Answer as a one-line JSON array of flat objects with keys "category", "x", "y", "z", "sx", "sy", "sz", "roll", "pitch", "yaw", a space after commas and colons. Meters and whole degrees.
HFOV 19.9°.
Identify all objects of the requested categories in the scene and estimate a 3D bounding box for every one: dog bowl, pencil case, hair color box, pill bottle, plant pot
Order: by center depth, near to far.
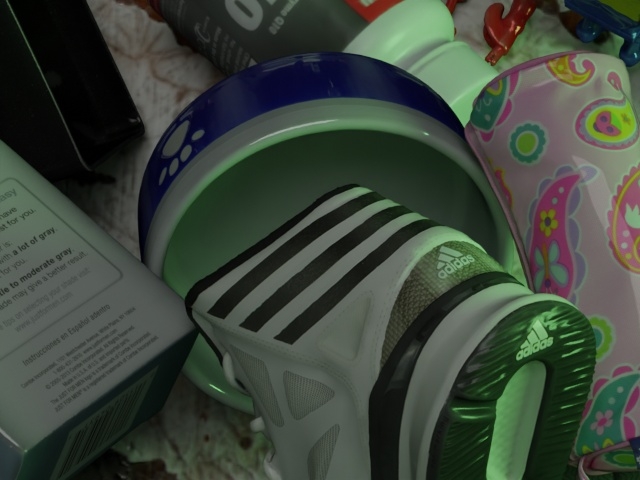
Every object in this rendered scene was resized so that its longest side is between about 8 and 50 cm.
[{"category": "pencil case", "x": 0.183, "y": 0.019, "z": 1.204, "sx": 0.124, "sy": 0.124, "sz": 0.284, "roll": -13, "pitch": 73, "yaw": -4}, {"category": "hair color box", "x": -0.286, "y": 0.010, "z": 1.249, "sx": 0.374, "sy": 0.114, "sz": 0.185, "roll": 40, "pitch": 44, "yaw": 13}, {"category": "dog bowl", "x": 0.000, "y": 0.000, "z": 1.325, "sx": 0.264, "sy": 0.265, "sz": 0.104, "roll": -13, "pitch": 35, "yaw": -4}, {"category": "plant pot", "x": -0.267, "y": -0.124, "z": 1.422, "sx": 0.167, "sy": 0.188, "sz": 0.187, "roll": -22, "pitch": 99, "yaw": 13}, {"category": "pill bottle", "x": 0.004, "y": -0.167, "z": 1.458, "sx": 0.161, "sy": 0.161, "sz": 0.283, "roll": -42, "pitch": 71, "yaw": -15}]

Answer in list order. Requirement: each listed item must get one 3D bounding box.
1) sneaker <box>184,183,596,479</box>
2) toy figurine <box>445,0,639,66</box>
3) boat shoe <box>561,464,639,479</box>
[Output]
[{"category": "sneaker", "x": 0.026, "y": 0.153, "z": 1.223, "sx": 0.169, "sy": 0.448, "sz": 0.257, "roll": -18, "pitch": 44, "yaw": -34}, {"category": "toy figurine", "x": 0.233, "y": -0.178, "z": 1.405, "sx": 0.362, "sy": 0.217, "sz": 0.191, "roll": 35, "pitch": 74, "yaw": 23}, {"category": "boat shoe", "x": 0.291, "y": 0.158, "z": 1.263, "sx": 0.320, "sy": 0.103, "sz": 0.118, "roll": -11, "pitch": 71, "yaw": 2}]
